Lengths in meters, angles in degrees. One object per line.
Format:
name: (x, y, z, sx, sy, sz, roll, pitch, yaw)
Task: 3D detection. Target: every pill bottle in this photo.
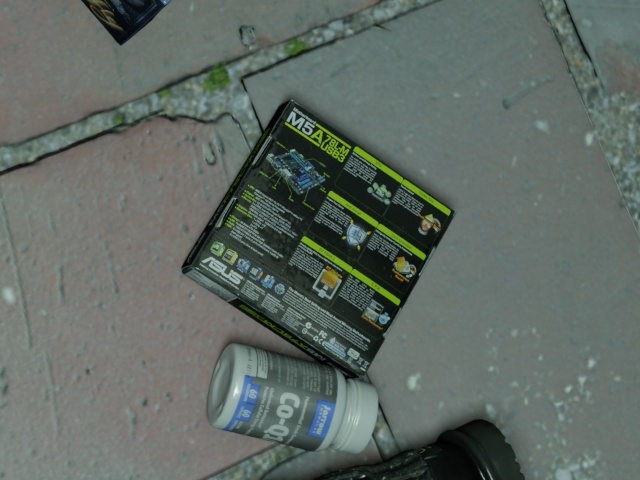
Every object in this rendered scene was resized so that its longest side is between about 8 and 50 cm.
pill bottle: (-0.024, 0.142, 1.669, 0.137, 0.078, 0.078, 15, 79, -17)

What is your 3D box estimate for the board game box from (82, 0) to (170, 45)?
board game box: (-0.217, -0.286, 1.607, 0.042, 0.165, 0.243, -43, 98, -18)

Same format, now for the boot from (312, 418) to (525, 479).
boot: (0.086, 0.347, 1.653, 0.260, 0.131, 0.348, -19, 81, -26)

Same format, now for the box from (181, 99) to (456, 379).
box: (0.000, 0.000, 1.714, 0.190, 0.045, 0.184, 33, 72, -12)
